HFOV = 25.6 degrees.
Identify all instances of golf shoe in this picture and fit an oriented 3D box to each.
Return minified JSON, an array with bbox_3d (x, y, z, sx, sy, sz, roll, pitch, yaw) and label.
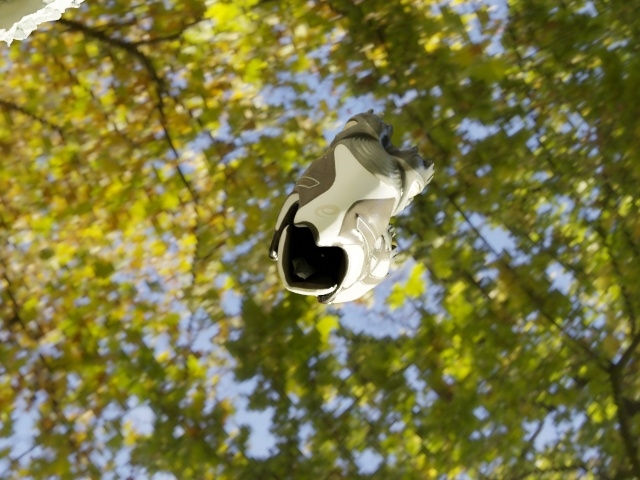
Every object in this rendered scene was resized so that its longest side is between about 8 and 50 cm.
[{"bbox_3d":[0.000,0.000,0.845,0.077,0.094,0.198,38,-24,12],"label":"golf shoe"}]

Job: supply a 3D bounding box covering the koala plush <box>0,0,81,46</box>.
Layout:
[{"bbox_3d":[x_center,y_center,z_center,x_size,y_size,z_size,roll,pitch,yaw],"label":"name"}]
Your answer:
[{"bbox_3d":[-0.105,-0.171,0.507,0.203,0.221,0.196,2,-64,-12],"label":"koala plush"}]
